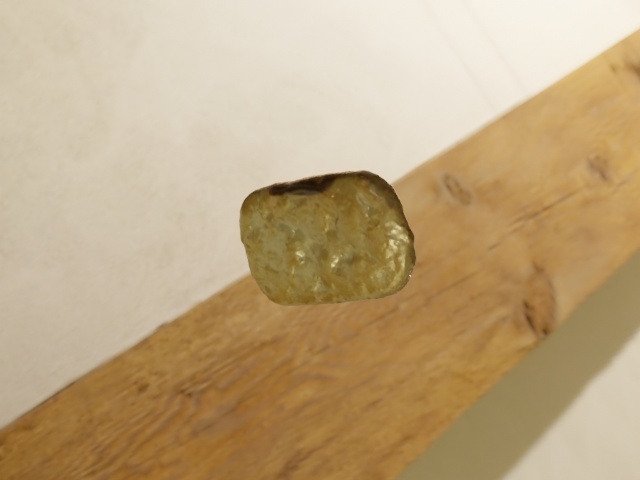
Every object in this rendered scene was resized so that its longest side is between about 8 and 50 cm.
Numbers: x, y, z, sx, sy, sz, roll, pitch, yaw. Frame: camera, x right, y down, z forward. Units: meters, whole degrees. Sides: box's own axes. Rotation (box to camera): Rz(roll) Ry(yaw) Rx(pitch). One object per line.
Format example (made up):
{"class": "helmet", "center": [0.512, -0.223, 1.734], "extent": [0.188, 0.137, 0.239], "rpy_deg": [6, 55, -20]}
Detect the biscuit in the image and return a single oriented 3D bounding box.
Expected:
{"class": "biscuit", "center": [0.000, 0.000, 0.774], "extent": [0.018, 0.147, 0.071], "rpy_deg": [-21, -82, -38]}
